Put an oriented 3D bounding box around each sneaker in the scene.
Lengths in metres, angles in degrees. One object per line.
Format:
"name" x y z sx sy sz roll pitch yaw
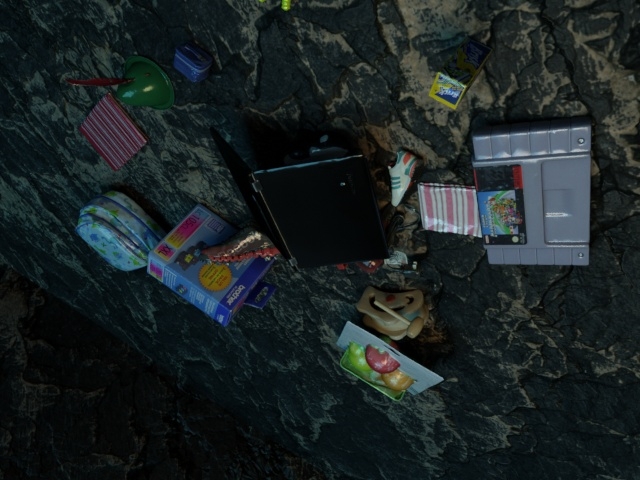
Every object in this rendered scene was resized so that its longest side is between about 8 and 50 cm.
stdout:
"sneaker" -0.252 0.007 1.666 0.097 0.276 0.135 -154 56 -80
"sneaker" 0.199 -0.157 1.295 0.075 0.057 0.161 42 145 20

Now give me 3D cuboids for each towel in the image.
"towel" 0.337 -0.073 1.286 0.197 0.029 0.144 9 133 30
"towel" -0.709 -0.363 1.774 0.275 0.031 0.199 -22 112 45

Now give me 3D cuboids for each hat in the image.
"hat" -0.557 -0.412 1.488 0.208 0.183 0.173 15 137 25

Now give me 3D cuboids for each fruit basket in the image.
"fruit basket" 0.210 0.377 1.678 0.327 0.165 0.353 30 152 9

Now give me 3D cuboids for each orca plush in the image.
"orca plush" -0.040 -0.240 1.384 0.151 0.102 0.287 2 166 -29

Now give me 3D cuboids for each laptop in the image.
"laptop" -0.052 -0.122 1.388 0.408 0.236 0.382 48 166 41

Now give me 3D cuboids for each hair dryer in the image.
"hair dryer" 0.154 -0.011 1.471 0.293 0.080 0.223 4 111 31

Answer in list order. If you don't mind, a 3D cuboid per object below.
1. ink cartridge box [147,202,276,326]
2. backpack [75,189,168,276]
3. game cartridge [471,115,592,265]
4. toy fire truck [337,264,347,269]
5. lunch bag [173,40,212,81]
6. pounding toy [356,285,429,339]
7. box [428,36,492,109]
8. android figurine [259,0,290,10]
"ink cartridge box" -0.342 0.098 1.768 0.395 0.270 0.151 35 147 2
"backpack" -0.746 -0.025 1.992 0.290 0.273 0.355 -8 113 46
"game cartridge" 0.460 -0.089 1.132 0.230 0.068 0.355 -4 128 23
"toy fire truck" 0.000 0.000 1.577 0.135 0.047 0.192 1 130 49
"lunch bag" -0.334 -0.472 1.356 0.098 0.067 0.065 38 141 1
"pounding toy" 0.223 0.186 1.550 0.269 0.154 0.155 19 142 50
"box" 0.266 -0.319 0.982 0.059 0.169 0.054 31 142 9
"android figurine" -0.086 -0.610 1.047 0.248 0.056 0.273 26 138 13
